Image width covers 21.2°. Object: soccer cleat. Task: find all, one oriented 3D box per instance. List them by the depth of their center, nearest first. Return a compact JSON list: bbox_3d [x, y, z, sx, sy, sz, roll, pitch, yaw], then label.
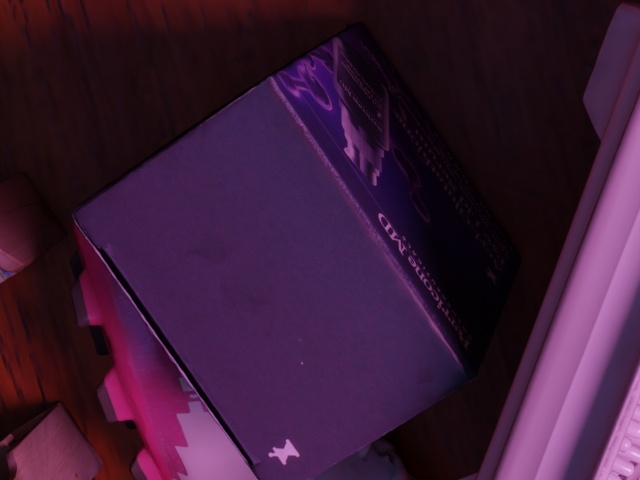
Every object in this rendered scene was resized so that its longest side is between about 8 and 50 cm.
[{"bbox_3d":[-0.019,0.115,0.873,0.143,0.116,0.331,-21,101,-3],"label":"soccer cleat"}]

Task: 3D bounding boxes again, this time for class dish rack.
[{"bbox_3d":[0.136,0.024,0.737,0.072,0.285,0.332,24,105,18],"label":"dish rack"}]

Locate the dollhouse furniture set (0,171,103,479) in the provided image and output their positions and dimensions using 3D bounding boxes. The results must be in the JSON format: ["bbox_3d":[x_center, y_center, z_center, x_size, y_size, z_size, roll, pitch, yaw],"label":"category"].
[{"bbox_3d":[-0.235,0.063,0.857,0.212,0.161,0.242,-32,96,14],"label":"dollhouse furniture set"}]

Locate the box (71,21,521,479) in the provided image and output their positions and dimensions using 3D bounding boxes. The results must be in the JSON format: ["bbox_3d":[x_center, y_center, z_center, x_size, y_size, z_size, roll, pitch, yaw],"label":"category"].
[{"bbox_3d":[0.000,0.000,0.781,0.108,0.207,0.153,-33,96,17],"label":"box"}]
